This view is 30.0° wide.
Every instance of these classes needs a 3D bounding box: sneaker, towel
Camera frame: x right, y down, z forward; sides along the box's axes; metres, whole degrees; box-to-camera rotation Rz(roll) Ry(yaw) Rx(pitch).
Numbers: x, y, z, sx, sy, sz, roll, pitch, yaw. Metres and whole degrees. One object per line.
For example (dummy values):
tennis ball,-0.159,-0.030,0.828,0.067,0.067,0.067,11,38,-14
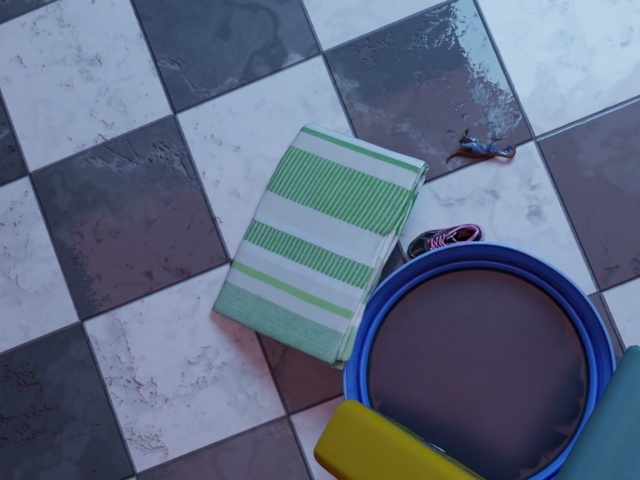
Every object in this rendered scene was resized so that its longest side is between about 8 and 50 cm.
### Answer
sneaker,0.185,0.000,1.773,0.119,0.057,0.047,-18,84,5
towel,0.000,0.000,1.767,0.247,0.038,0.325,23,88,31

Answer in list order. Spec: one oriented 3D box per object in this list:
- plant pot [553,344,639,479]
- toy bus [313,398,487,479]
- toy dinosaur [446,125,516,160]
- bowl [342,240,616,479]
plant pot,0.450,0.334,1.540,0.341,0.341,0.334,23,91,8
toy bus,0.141,0.327,1.553,0.332,0.130,0.108,27,85,52
toy dinosaur,0.250,-0.139,1.801,0.082,0.047,0.090,34,121,0
bowl,0.228,0.199,1.735,0.391,0.077,0.391,-1,84,6
